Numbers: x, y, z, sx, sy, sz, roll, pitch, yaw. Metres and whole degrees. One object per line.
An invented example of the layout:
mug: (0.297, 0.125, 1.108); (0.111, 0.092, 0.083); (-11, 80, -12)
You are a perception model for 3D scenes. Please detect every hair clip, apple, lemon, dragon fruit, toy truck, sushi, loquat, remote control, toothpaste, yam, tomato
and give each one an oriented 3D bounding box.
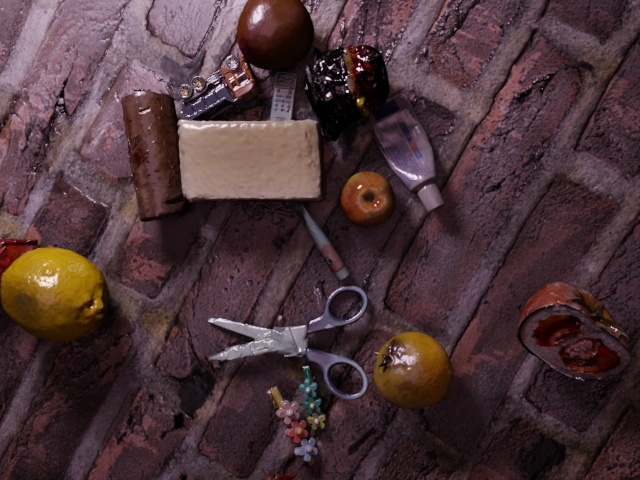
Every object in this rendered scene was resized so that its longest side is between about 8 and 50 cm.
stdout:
hair clip: (-0.060, 0.433, 1.223); (0.062, 0.056, 0.214); (-30, 90, -28)
apple: (0.103, -0.092, 1.167); (0.126, 0.102, 0.126); (0, 91, 4)
lemon: (-0.588, 0.121, 1.172); (0.260, 0.204, 0.204); (24, 94, 15)
hair clip: (-0.020, 0.373, 1.223); (0.049, 0.049, 0.173); (-13, 95, 4)
dragon fruit: (-0.793, 0.053, 1.220); (0.261, 0.163, 0.189); (-2, 120, 3)
toy truck: (-0.232, -0.332, 1.190); (0.192, 0.083, 0.092); (-30, 90, 5)
sushi: (0.066, -0.340, 1.130); (0.150, 0.153, 0.172); (-9, 52, 18)
loquat: (0.209, 0.293, 1.154); (0.204, 0.149, 0.172); (40, 93, -13)
remote control: (-0.085, -0.325, 1.212); (0.053, 0.018, 0.124); (9, 93, 2)
toothpaste: (0.198, -0.194, 1.184); (0.099, 0.068, 0.282); (-21, 80, -26)
yam: (-0.368, -0.187, 1.185); (0.131, 0.131, 0.280); (-8, 93, 4)
tomato: (0.537, 0.173, 1.121); (0.214, 0.155, 0.181); (40, 129, -4)
toothpaste: (0.000, 0.000, 1.179); (0.036, 0.056, 0.205); (-41, 110, -22)

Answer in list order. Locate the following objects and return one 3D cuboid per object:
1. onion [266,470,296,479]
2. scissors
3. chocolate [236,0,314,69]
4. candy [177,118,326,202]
onion: (-0.076, 0.684, 1.110); (0.353, 0.353, 0.354); (0, 92, 4)
scissors: (-0.078, 0.227, 1.214); (0.383, 0.029, 0.256); (1, 78, 8)
chocolate: (-0.103, -0.451, 1.135); (0.176, 0.177, 0.177); (0, 92, 4)
candy: (-0.149, -0.172, 1.166); (0.320, 0.135, 0.179); (1, 94, 4)
